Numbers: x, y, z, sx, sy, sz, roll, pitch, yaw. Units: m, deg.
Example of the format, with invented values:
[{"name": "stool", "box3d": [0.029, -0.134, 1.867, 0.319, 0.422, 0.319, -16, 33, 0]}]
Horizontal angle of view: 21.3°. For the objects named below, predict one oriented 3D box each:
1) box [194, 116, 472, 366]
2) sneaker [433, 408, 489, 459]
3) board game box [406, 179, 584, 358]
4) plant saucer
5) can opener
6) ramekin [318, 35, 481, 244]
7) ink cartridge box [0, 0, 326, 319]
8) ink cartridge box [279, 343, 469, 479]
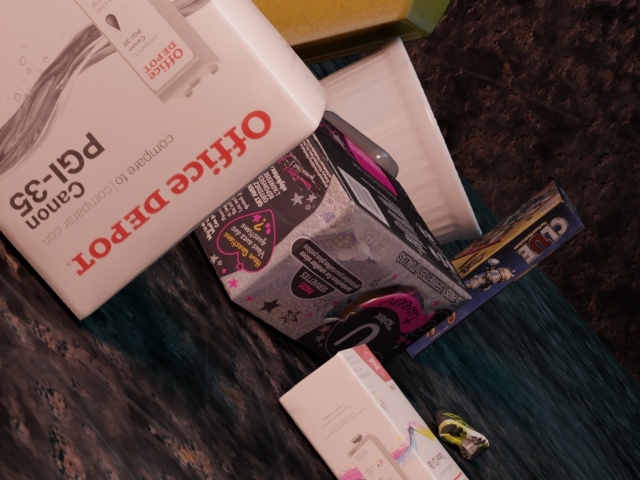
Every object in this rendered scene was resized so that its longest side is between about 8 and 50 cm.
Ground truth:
[{"name": "box", "box3d": [0.000, 0.000, 1.536, 0.247, 0.142, 0.163, 35, 20, -54]}, {"name": "sneaker", "box3d": [0.148, 0.200, 1.787, 0.083, 0.031, 0.035, 42, 14, -44]}, {"name": "board game box", "box3d": [0.192, 0.030, 1.975, 0.042, 0.243, 0.165, 51, 10, -5]}, {"name": "plant saucer", "box3d": [0.005, -0.282, 2.173, 0.333, 0.333, 0.081, -8, 85, -78]}, {"name": "can opener", "box3d": [0.014, -0.106, 1.982, 0.093, 0.074, 0.280, 46, -3, -28]}, {"name": "ramekin", "box3d": [0.093, -0.109, 2.171, 0.277, 0.135, 0.277, -22, 90, -86]}, {"name": "ink cartridge box", "box3d": [-0.159, -0.125, 1.083, 0.283, 0.207, 0.117, 49, 11, -10]}, {"name": "ink cartridge box", "box3d": [0.061, 0.182, 1.369, 0.198, 0.067, 0.115, 53, 10, 7]}]
